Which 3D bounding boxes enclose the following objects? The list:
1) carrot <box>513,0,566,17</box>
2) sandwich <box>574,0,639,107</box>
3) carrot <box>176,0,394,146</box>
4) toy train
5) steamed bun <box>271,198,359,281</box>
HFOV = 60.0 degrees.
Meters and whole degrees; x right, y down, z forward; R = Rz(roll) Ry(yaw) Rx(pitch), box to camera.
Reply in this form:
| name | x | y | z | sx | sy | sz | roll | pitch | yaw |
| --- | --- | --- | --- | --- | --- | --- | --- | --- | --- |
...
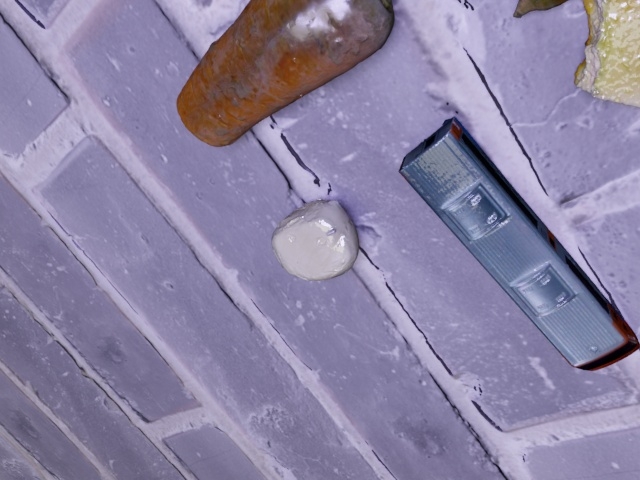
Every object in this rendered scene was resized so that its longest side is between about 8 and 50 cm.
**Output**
| name | x | y | z | sx | sy | sz | roll | pitch | yaw |
| --- | --- | --- | --- | --- | --- | --- | --- | --- | --- |
| carrot | 0.330 | -0.308 | 0.496 | 0.342 | 0.070 | 0.070 | -25 | 108 | 33 |
| sandwich | 0.350 | -0.179 | 0.571 | 0.163 | 0.058 | 0.192 | -15 | 114 | 31 |
| carrot | -0.053 | -0.221 | 0.661 | 0.302 | 0.138 | 0.138 | -31 | 104 | 33 |
| toy train | 0.264 | 0.027 | 0.711 | 0.086 | 0.089 | 0.409 | -38 | 100 | 29 |
| steamed bun | 0.000 | 0.000 | 0.794 | 0.130 | 0.091 | 0.112 | -26 | 103 | 35 |
